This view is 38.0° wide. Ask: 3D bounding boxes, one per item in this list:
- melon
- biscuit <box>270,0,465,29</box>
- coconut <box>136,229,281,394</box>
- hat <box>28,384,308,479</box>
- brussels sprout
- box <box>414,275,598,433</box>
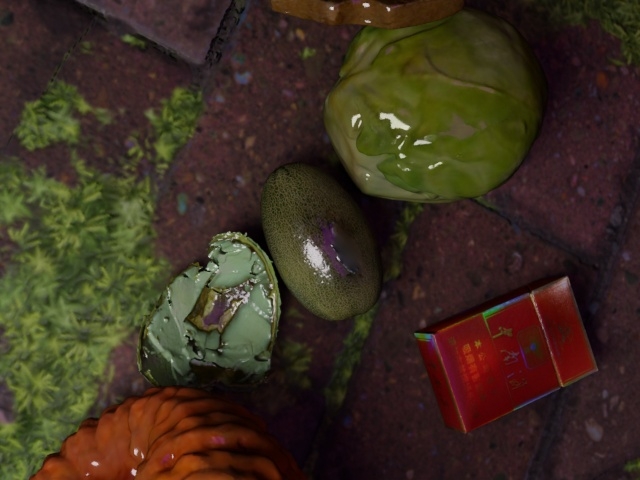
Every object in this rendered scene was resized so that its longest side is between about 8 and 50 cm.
[{"bbox_3d":[0.000,0.000,0.886,0.099,0.099,0.162,-27,93,-20],"label":"melon"},{"bbox_3d":[0.026,-0.255,0.893,0.215,0.034,0.182,0,43,1],"label":"biscuit"},{"bbox_3d":[-0.099,0.081,0.864,0.158,0.055,0.133,-41,102,-16],"label":"coconut"},{"bbox_3d":[-0.053,0.313,0.780,0.400,0.285,0.285,42,73,-33],"label":"hat"},{"bbox_3d":[0.117,-0.135,0.903,0.223,0.161,0.223,3,80,-18],"label":"brussels sprout"},{"bbox_3d":[0.197,0.117,0.976,0.175,0.048,0.112,-21,94,-21],"label":"box"}]
